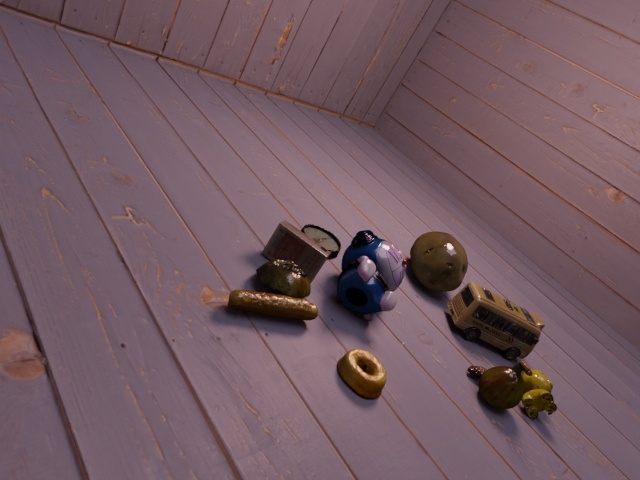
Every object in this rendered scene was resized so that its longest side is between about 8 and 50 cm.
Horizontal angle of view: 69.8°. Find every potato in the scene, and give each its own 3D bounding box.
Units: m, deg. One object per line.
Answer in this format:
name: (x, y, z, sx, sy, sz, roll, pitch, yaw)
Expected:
potato: (0.533, 0.084, 2.078, 0.221, 0.243, 0.326, 49, 25, -23)

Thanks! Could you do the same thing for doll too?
doll: (0.789, 0.550, 1.696, 0.143, 0.135, 0.221, 62, 16, -12)
doll: (0.179, 0.116, 1.645, 0.310, 0.240, 0.284, -51, 125, -51)

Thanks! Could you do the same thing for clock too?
clock: (0.000, 0.000, 1.856, 0.184, 0.040, 0.184, 25, 27, -14)

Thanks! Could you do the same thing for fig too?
fig: (0.619, 0.475, 1.547, 0.142, 0.186, 0.148, 27, 12, 31)

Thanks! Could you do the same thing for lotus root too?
lotus root: (-0.105, 0.107, 1.450, 0.183, 0.078, 0.203, 29, 8, 6)

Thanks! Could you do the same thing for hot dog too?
hot dog: (-0.132, 0.186, 1.326, 0.286, 0.088, 0.061, 17, 66, -35)

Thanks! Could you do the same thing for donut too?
donut: (0.125, 0.376, 1.315, 0.152, 0.058, 0.152, 24, 25, -12)

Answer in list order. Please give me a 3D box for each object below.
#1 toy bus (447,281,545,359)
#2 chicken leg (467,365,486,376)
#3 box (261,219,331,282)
toy bus: (0.726, 0.332, 1.896, 0.365, 0.202, 0.177, 27, 25, -13)
chicken leg: (0.592, 0.480, 1.660, 0.145, 0.037, 0.062, 20, -7, -28)
box: (-0.084, 0.043, 1.573, 0.201, 0.141, 0.058, 37, 21, 7)
